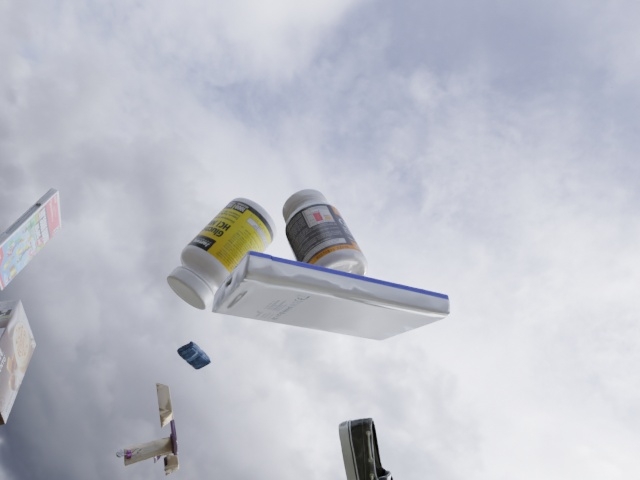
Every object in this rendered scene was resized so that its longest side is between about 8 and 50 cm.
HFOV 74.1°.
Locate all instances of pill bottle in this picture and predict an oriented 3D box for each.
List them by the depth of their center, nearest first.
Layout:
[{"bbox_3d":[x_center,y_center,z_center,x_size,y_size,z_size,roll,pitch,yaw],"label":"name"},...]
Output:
[{"bbox_3d":[0.000,0.000,1.098,0.162,0.162,0.279,-61,-142,33],"label":"pill bottle"},{"bbox_3d":[-0.296,0.038,1.286,0.187,0.334,0.188,24,-35,18],"label":"pill bottle"}]

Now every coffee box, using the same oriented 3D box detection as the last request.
[{"bbox_3d":[-0.696,0.253,0.887,0.246,0.098,0.141,-128,-146,-58],"label":"coffee box"}]

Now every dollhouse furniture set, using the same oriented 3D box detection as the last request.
[{"bbox_3d":[-0.267,0.291,0.650,0.114,0.081,0.091,-122,-146,-46],"label":"dollhouse furniture set"}]

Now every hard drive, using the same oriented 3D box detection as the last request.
[{"bbox_3d":[0.009,0.101,0.674,0.210,0.318,0.041,138,-40,-55],"label":"hard drive"}]

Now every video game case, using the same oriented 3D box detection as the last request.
[{"bbox_3d":[-0.908,-0.008,1.314,0.025,0.285,0.204,26,-43,-8],"label":"video game case"}]

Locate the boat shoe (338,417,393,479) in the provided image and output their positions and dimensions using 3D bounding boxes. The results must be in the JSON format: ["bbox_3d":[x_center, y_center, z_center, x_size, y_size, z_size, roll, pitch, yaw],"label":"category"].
[{"bbox_3d":[0.088,0.418,0.721,0.070,0.077,0.220,-16,-101,12],"label":"boat shoe"}]

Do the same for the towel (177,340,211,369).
[{"bbox_3d":[-0.428,0.393,1.438,0.120,0.067,0.029,61,-1,-39],"label":"towel"}]
